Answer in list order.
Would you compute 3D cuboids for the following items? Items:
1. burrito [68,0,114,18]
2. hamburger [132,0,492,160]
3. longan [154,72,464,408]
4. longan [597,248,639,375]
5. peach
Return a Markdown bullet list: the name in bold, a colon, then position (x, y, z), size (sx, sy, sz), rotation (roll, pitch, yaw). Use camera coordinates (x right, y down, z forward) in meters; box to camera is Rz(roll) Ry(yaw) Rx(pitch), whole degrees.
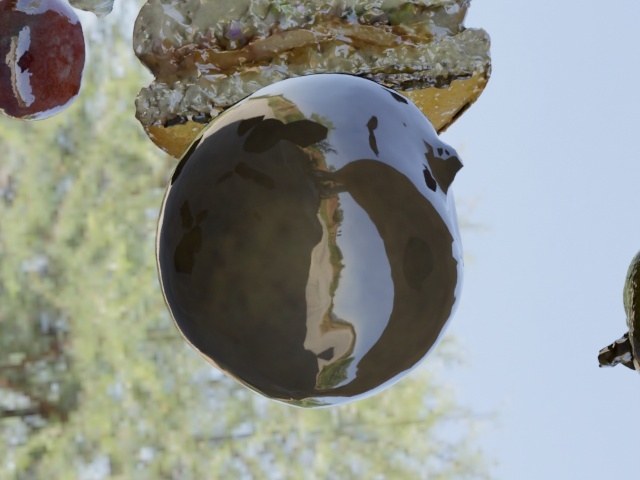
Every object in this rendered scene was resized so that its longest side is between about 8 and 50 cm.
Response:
- **burrito**: position (-0.168, -0.208, 1.145), size (0.045, 0.041, 0.185), rotation (53, -18, 7)
- **hamburger**: position (-0.021, -0.204, 2.009), size (0.287, 0.445, 0.268), rotation (89, -11, -58)
- **longan**: position (-0.003, -0.001, 1.359), size (0.297, 0.297, 0.297), rotation (176, -90, -75)
- **longan**: position (0.297, 0.060, 1.232), size (0.145, 0.176, 0.154), rotation (68, 23, 1)
- **peach**: position (-0.341, -0.207, 1.731), size (0.152, 0.152, 0.152), rotation (176, -90, -75)
